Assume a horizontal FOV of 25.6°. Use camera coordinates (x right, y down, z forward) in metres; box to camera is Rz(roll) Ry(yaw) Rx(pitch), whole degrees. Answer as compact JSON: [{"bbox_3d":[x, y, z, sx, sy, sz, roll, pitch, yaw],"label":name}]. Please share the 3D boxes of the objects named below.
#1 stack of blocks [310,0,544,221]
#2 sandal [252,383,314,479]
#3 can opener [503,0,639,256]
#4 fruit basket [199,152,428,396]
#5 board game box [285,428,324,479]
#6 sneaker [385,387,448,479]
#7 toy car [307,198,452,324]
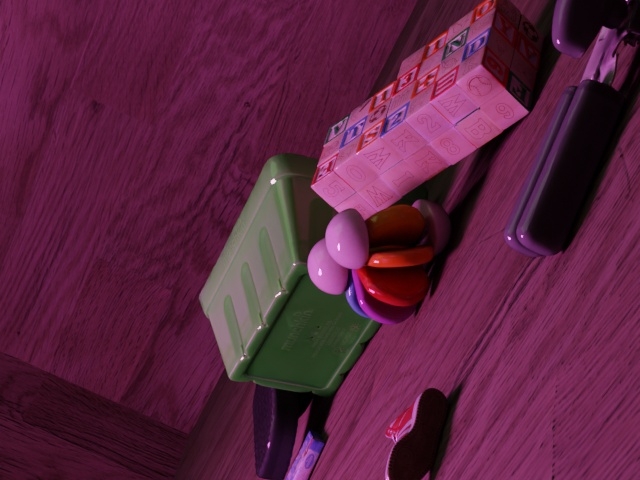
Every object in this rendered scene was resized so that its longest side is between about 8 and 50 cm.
[{"bbox_3d":[0.132,-0.162,1.760,0.297,0.087,0.171,-34,24,35],"label":"stack of blocks"},{"bbox_3d":[-0.043,0.221,2.235,0.445,0.107,0.167,-92,16,-56],"label":"sandal"},{"bbox_3d":[0.226,-0.122,1.266,0.074,0.093,0.280,162,128,-81],"label":"can opener"},{"bbox_3d":[0.000,0.000,2.087,0.392,0.283,0.392,-168,90,-72],"label":"fruit basket"},{"bbox_3d":[-0.024,0.320,2.008,0.090,0.020,0.090,-173,107,-85],"label":"board game box"},{"bbox_3d":[0.084,0.204,1.370,0.118,0.042,0.067,-60,5,-39],"label":"sneaker"},{"bbox_3d":[0.082,0.035,1.758,0.182,0.159,0.136,125,132,-59],"label":"toy car"}]
